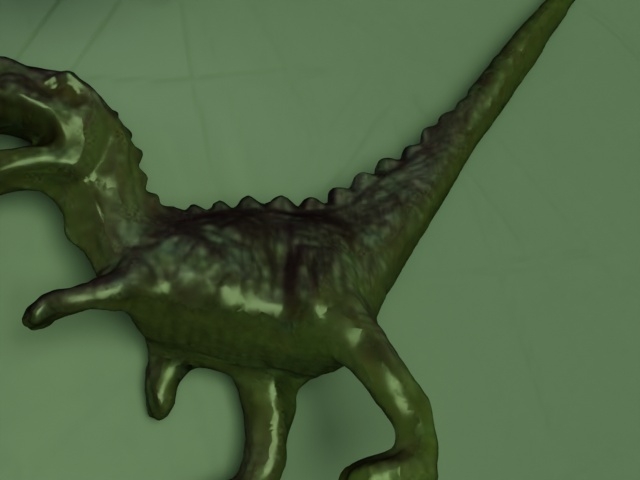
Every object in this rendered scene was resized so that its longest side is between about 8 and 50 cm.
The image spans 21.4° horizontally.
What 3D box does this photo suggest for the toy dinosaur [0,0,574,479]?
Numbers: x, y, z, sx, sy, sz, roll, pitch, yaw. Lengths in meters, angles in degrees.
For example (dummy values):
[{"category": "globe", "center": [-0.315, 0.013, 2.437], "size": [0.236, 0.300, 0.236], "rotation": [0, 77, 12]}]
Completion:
[{"category": "toy dinosaur", "center": [0.000, -0.001, 0.622], "size": [0.251, 0.072, 0.200], "rotation": [-9, 75, -5]}]
